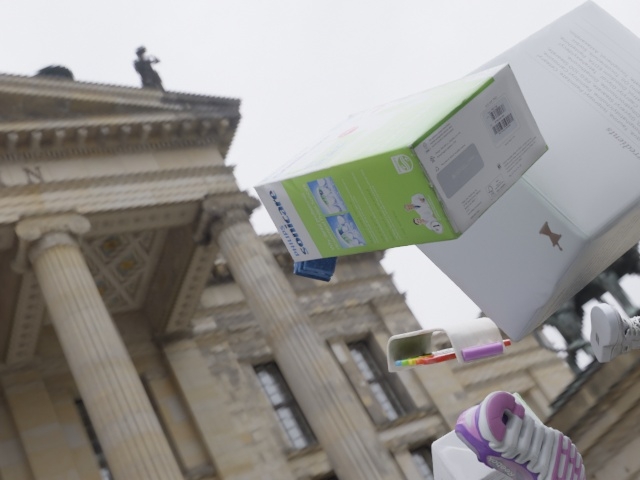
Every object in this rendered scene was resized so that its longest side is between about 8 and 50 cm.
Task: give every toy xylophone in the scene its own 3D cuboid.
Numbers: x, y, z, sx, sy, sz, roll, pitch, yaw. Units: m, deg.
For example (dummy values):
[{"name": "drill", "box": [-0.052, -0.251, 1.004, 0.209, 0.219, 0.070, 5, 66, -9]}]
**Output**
[{"name": "toy xylophone", "box": [0.283, 0.218, 2.006, 0.236, 0.081, 0.323, -10, -6, -18]}]

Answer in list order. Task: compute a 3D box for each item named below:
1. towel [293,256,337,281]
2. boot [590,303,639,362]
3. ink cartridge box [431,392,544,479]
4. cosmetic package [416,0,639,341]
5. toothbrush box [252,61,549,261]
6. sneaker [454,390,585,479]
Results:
[{"name": "towel", "box": [0.000, 0.000, 1.423, 0.067, 0.119, 0.029, 14, -6, -23]}, {"name": "boot", "box": [0.679, 0.193, 2.107, 0.123, 0.095, 0.258, -20, -26, 3]}, {"name": "ink cartridge box", "box": [0.342, 0.485, 1.884, 0.207, 0.119, 0.353, -28, -39, -14]}, {"name": "cosmetic package", "box": [0.384, -0.116, 1.545, 0.394, 0.327, 0.329, -33, -21, -27]}, {"name": "toothbrush box", "box": [0.091, -0.086, 1.127, 0.206, 0.122, 0.283, -40, 17, -35]}, {"name": "sneaker", "box": [0.283, 0.305, 1.348, 0.236, 0.095, 0.104, 42, -39, -19]}]
